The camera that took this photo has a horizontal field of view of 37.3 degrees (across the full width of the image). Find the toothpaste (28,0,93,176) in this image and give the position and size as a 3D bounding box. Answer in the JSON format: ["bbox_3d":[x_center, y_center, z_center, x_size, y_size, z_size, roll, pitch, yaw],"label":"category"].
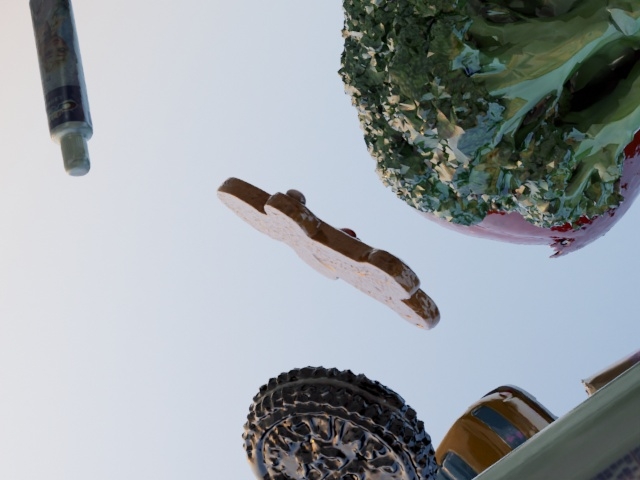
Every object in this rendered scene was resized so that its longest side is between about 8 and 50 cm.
[{"bbox_3d":[-0.232,-0.154,0.846,0.062,0.037,0.216,-29,-116,34],"label":"toothpaste"}]

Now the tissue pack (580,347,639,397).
[{"bbox_3d":[0.486,0.203,1.161,0.257,0.123,0.215,-30,-119,7],"label":"tissue pack"}]

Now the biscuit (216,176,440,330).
[{"bbox_3d":[0.002,-0.002,1.178,0.324,0.205,0.049,26,-104,30],"label":"biscuit"}]

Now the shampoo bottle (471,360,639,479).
[{"bbox_3d":[0.199,0.170,0.628,0.359,0.134,0.078,-37,-168,5],"label":"shampoo bottle"}]

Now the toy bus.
[{"bbox_3d":[0.181,0.278,1.077,0.126,0.136,0.209,42,-60,31],"label":"toy bus"}]

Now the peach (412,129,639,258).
[{"bbox_3d":[0.251,-0.147,1.210,0.370,0.370,0.370,-32,-149,22],"label":"peach"}]

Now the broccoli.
[{"bbox_3d":[0.128,-0.135,0.567,0.270,0.270,0.270,-18,-141,41],"label":"broccoli"}]

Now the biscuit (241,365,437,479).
[{"bbox_3d":[0.016,0.200,0.887,0.194,0.194,0.053,-24,-160,33],"label":"biscuit"}]
